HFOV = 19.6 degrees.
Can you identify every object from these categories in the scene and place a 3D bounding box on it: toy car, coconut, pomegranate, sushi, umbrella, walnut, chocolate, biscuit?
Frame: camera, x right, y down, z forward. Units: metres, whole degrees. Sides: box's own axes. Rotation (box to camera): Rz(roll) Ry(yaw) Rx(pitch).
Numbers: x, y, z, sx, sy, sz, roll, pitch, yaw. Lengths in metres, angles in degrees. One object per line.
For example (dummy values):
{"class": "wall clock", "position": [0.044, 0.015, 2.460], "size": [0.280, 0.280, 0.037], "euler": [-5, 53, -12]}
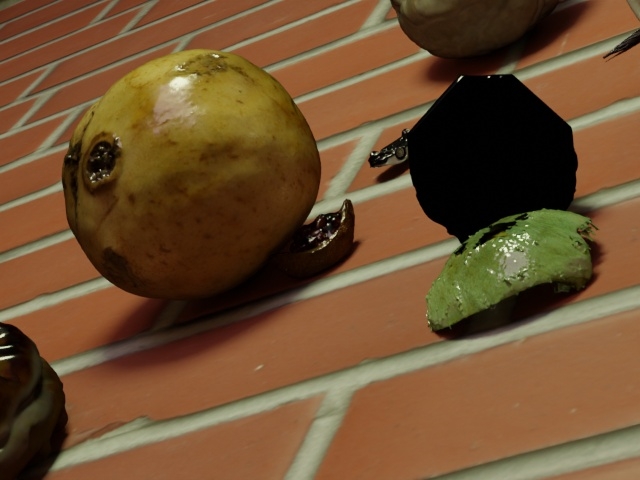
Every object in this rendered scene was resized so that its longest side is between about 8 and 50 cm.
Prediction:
{"class": "toy car", "position": [0.088, -0.096, 1.959], "size": [0.093, 0.025, 0.041], "euler": [-35, 18, -34]}
{"class": "coconut", "position": [0.160, 0.015, 1.514], "size": [0.158, 0.055, 0.133], "euler": [-38, 20, -28]}
{"class": "pomegranate", "position": [-0.126, -0.061, 1.824], "size": [0.260, 0.260, 0.260], "euler": [-24, 18, 9]}
{"class": "sushi", "position": [0.000, 0.000, 1.784], "size": [0.099, 0.047, 0.050], "euler": [-39, 24, -24]}
{"class": "umbrella", "position": [0.349, -0.225, 1.971], "size": [0.122, 0.013, 0.022], "euler": [-34, 7, -17]}
{"class": "walnut", "position": [0.176, -0.313, 2.168], "size": [0.224, 0.224, 0.224], "euler": [-24, 18, 9]}
{"class": "chocolate", "position": [0.146, -0.063, 1.651], "size": [0.156, 0.156, 0.133], "euler": [-27, 1, -2]}
{"class": "biscuit", "position": [-0.366, 0.177, 1.701], "size": [0.268, 0.115, 0.366], "euler": [-31, 20, -9]}

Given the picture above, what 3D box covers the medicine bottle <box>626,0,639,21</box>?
{"class": "medicine bottle", "position": [0.455, -0.328, 1.697], "size": [0.371, 0.211, 0.211], "euler": [-29, 18, -8]}
